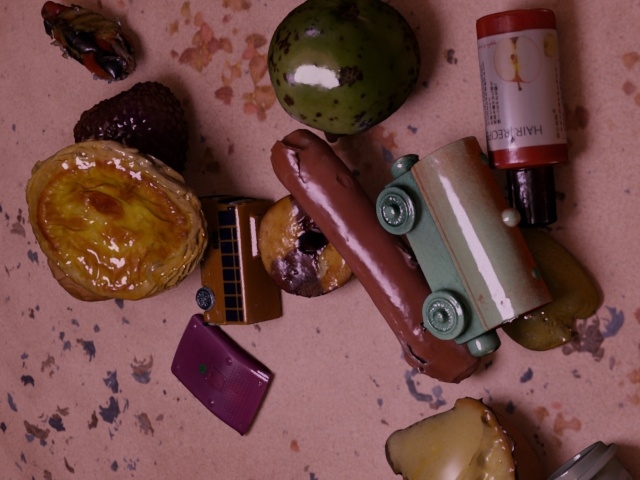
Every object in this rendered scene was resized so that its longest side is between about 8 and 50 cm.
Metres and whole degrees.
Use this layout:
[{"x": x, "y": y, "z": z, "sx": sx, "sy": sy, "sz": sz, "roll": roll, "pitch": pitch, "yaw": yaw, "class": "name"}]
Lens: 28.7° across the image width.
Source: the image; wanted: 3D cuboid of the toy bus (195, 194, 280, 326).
[{"x": -0.127, "y": 0.029, "z": 1.932, "sx": 0.114, "sy": 0.098, "sz": 0.200, "roll": -2, "pitch": 94, "yaw": 36, "class": "toy bus"}]

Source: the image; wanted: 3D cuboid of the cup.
[{"x": 0.365, "y": 0.339, "z": 1.598, "sx": 0.120, "sy": 0.120, "sz": 0.141, "roll": -45, "pitch": 77, "yaw": 30, "class": "cup"}]

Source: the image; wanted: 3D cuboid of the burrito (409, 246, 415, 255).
[{"x": 0.163, "y": -0.009, "z": 1.750, "sx": 0.058, "sy": 0.045, "sz": 0.188, "roll": 36, "pitch": 113, "yaw": 26, "class": "burrito"}]

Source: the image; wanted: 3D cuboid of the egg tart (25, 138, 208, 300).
[{"x": -0.303, "y": -0.043, "z": 1.900, "sx": 0.295, "sy": 0.116, "sz": 0.294, "roll": 8, "pitch": 127, "yaw": 11, "class": "egg tart"}]

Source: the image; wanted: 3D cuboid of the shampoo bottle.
[{"x": 0.266, "y": -0.155, "z": 1.626, "sx": 0.104, "sy": 0.104, "sz": 0.278, "roll": -5, "pitch": 92, "yaw": 36, "class": "shampoo bottle"}]

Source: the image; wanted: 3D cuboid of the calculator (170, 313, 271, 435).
[{"x": -0.167, "y": 0.215, "z": 2.020, "sx": 0.190, "sy": 0.034, "sz": 0.126, "roll": 36, "pitch": 116, "yaw": 29, "class": "calculator"}]

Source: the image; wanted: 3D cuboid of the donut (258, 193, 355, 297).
[{"x": 0.000, "y": 0.000, "z": 1.853, "sx": 0.184, "sy": 0.073, "sz": 0.166, "roll": -39, "pitch": 71, "yaw": 31, "class": "donut"}]

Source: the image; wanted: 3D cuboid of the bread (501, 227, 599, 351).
[{"x": 0.269, "y": 0.064, "z": 1.672, "sx": 0.187, "sy": 0.065, "sz": 0.149, "roll": 45, "pitch": 123, "yaw": 22, "class": "bread"}]

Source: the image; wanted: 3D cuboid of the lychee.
[{"x": -0.295, "y": -0.151, "z": 1.997, "sx": 0.188, "sy": 0.188, "sz": 0.188, "roll": 4, "pitch": 96, "yaw": 36, "class": "lychee"}]

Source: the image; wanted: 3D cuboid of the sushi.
[{"x": -0.378, "y": -0.332, "z": 2.081, "sx": 0.226, "sy": 0.097, "sz": 0.103, "roll": 40, "pitch": 157, "yaw": 22, "class": "sushi"}]

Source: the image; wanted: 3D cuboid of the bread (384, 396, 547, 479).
[{"x": 0.216, "y": 0.349, "z": 1.679, "sx": 0.204, "sy": 0.163, "sz": 0.262, "roll": -35, "pitch": 51, "yaw": 34, "class": "bread"}]

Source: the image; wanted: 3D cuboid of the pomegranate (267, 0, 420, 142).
[{"x": 0.032, "y": -0.226, "z": 1.753, "sx": 0.214, "sy": 0.214, "sz": 0.248, "roll": 42, "pitch": 153, "yaw": 26, "class": "pomegranate"}]

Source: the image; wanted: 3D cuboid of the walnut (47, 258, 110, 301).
[{"x": -0.357, "y": 0.017, "z": 2.068, "sx": 0.207, "sy": 0.159, "sz": 0.159, "roll": -31, "pitch": 76, "yaw": 30, "class": "walnut"}]

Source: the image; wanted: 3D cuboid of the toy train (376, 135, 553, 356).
[{"x": 0.191, "y": 0.003, "z": 1.628, "sx": 0.177, "sy": 0.116, "sz": 0.285, "roll": -32, "pitch": 76, "yaw": 39, "class": "toy train"}]

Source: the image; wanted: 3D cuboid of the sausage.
[{"x": 0.075, "y": 0.023, "z": 1.728, "sx": 0.419, "sy": 0.094, "sz": 0.094, "roll": 54, "pitch": 156, "yaw": 6, "class": "sausage"}]
